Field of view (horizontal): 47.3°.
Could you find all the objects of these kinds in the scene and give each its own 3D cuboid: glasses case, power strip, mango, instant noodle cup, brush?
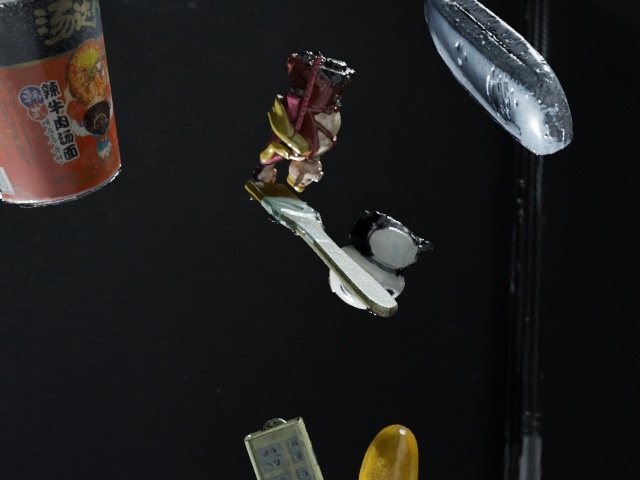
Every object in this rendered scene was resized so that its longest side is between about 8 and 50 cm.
[{"bbox_3d":[0.191,-0.196,0.816,0.067,0.282,0.109,-29,-46,0],"label":"glasses case"},{"bbox_3d":[-0.030,0.395,1.082,0.092,0.034,0.268,-19,-90,0],"label":"power strip"},{"bbox_3d":[0.135,0.433,1.380,0.112,0.219,0.145,14,-146,5],"label":"mango"},{"bbox_3d":[-0.189,-0.100,0.475,0.127,0.127,0.135,-24,-56,-29],"label":"instant noodle cup"},{"bbox_3d":[0.000,0.000,0.955,0.085,0.336,0.020,5,-63,-37],"label":"brush"}]

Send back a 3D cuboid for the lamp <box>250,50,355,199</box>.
[{"bbox_3d":[-0.031,-0.158,1.110,0.118,0.118,0.253,9,-68,-27],"label":"lamp"}]

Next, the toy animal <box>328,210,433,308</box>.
[{"bbox_3d":[0.108,0.047,1.377,0.166,0.138,0.179,32,-90,-13],"label":"toy animal"}]
